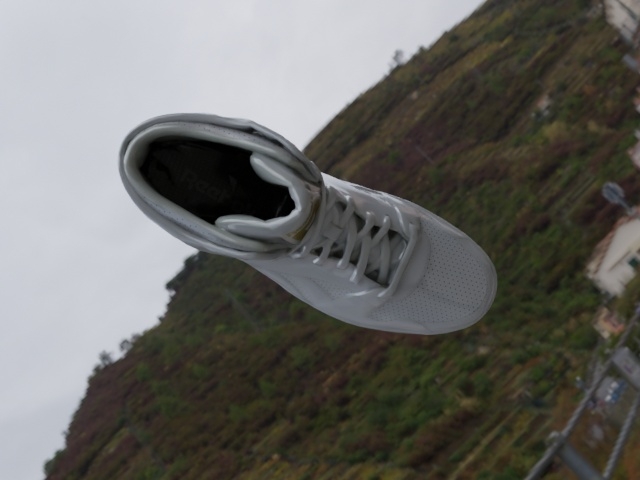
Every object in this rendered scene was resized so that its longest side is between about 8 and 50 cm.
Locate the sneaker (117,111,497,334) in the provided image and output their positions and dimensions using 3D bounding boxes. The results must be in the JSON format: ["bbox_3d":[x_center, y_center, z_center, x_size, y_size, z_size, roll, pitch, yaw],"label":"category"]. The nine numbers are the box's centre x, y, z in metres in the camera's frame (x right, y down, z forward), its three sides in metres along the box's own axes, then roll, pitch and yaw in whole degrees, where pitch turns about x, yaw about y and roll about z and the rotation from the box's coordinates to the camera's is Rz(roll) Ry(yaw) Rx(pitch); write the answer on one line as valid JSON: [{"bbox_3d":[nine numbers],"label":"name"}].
[{"bbox_3d":[0.000,0.000,0.569,0.169,0.292,0.108,-142,73,-84],"label":"sneaker"}]
